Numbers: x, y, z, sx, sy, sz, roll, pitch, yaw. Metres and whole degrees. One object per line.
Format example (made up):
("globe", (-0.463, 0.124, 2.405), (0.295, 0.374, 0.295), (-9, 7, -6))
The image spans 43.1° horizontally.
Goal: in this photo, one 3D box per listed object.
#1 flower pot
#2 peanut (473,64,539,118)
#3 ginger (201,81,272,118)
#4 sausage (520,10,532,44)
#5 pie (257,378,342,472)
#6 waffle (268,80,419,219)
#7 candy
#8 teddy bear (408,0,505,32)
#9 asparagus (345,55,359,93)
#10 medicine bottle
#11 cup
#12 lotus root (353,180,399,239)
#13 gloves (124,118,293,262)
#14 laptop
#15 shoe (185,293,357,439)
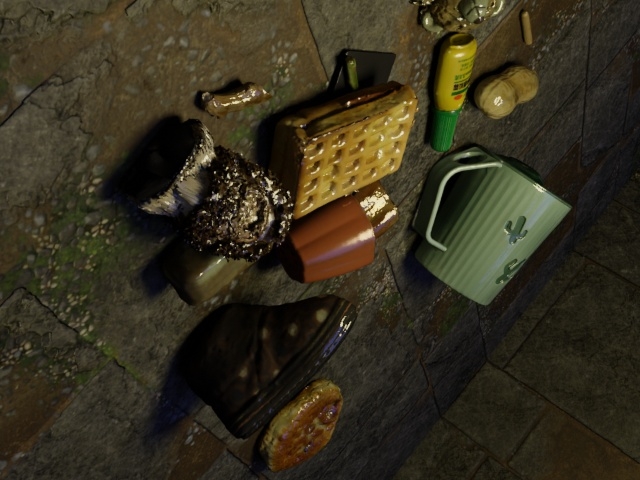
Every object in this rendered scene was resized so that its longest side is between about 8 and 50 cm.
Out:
("flower pot", (0.000, 0.000, 1.759), (0.173, 0.190, 0.190), (-25, 141, -25))
("peanut", (0.498, -0.393, 2.161), (0.274, 0.111, 0.125), (-28, 146, -40))
("ginger", (-0.148, -0.244, 1.400), (0.137, 0.044, 0.057), (-23, -177, -33))
("sausage", (0.544, -0.563, 2.142), (0.024, 0.024, 0.132), (-52, 151, -7))
("pie", (-0.046, 0.533, 2.326), (0.315, 0.092, 0.315), (-36, 144, -31))
("waffle", (0.045, -0.189, 1.651), (0.328, 0.098, 0.224), (-27, 147, -34))
("candy", (-0.190, 0.016, 1.545), (0.234, 0.102, 0.104), (-40, 148, -23))
("teddy bear", (0.290, -0.526, 1.659), (0.267, 0.156, 0.256), (-12, 145, 4))
("asparagus", (0.077, -0.288, 1.683), (0.248, 0.025, 0.024), (72, 13, -56))
("medicine bottle", (0.310, -0.350, 1.956), (0.111, 0.076, 0.309), (-33, 146, -33))
("cup", (0.446, -0.069, 2.299), (0.392, 0.401, 0.310), (-56, -174, 11))
("lotus root", (0.123, -0.056, 1.964), (0.135, 0.095, 0.159), (-43, 144, -14))
("gloves", (-0.179, -0.079, 1.417), (0.312, 0.135, 0.210), (43, 59, -40))
("laptop", (0.084, -0.332, 1.693), (0.197, 0.016, 0.135), (-13, 130, -54))
("shoe", (-0.114, 0.221, 1.736), (0.384, 0.237, 0.171), (-46, 171, 8))
